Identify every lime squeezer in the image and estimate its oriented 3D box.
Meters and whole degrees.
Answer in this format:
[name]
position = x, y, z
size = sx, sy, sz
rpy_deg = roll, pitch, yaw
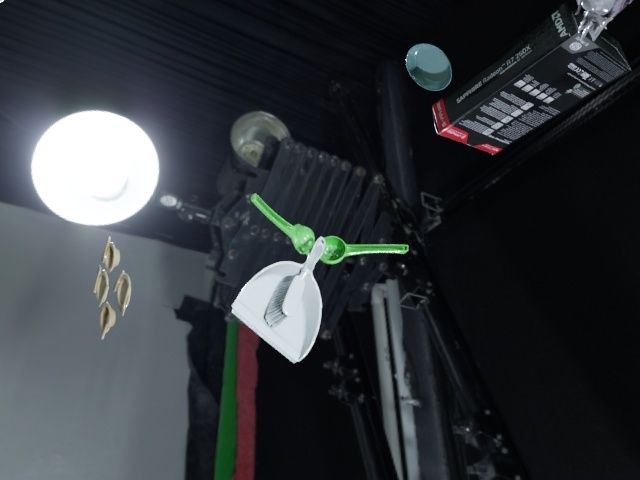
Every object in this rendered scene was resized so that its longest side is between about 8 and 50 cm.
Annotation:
[lime squeezer]
position = 0.000, 0.000, 0.900
size = 0.110, 0.310, 0.059
rpy_deg = -24, -129, 62

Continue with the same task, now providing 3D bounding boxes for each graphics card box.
[graphics card box]
position = 0.477, -0.353, 1.154
size = 0.371, 0.232, 0.094
rpy_deg = -33, -124, 48

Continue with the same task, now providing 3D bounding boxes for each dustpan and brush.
[dustpan and brush]
position = -0.039, 0.071, 0.807
size = 0.060, 0.147, 0.211
rpy_deg = -33, -158, 37

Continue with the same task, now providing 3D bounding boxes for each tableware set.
[tableware set]
position = -0.385, 0.087, 0.901
size = 0.141, 0.020, 0.169
rpy_deg = -58, -134, 25

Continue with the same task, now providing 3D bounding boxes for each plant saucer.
[plant saucer]
position = 0.253, -0.402, 1.134
size = 0.021, 0.119, 0.119
rpy_deg = -48, -161, -22

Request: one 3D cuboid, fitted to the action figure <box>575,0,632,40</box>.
[action figure]
position = 0.531, -0.449, 0.827
size = 0.099, 0.285, 0.185
rpy_deg = 56, -13, 10
